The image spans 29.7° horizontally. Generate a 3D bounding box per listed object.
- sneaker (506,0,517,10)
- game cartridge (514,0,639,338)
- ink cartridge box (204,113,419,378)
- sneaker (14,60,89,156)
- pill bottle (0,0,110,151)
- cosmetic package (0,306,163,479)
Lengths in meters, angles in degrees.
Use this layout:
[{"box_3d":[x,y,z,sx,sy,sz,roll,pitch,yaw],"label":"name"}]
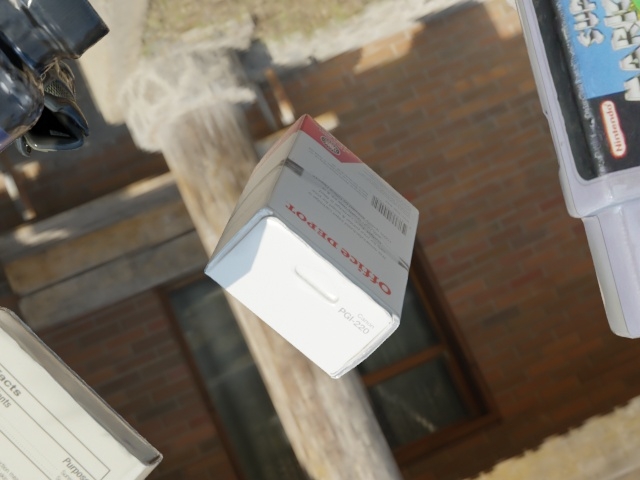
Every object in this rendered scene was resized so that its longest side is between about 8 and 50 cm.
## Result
[{"box_3d":[0.202,-0.273,0.723,0.108,0.302,0.121,16,-170,-16],"label":"sneaker"},{"box_3d":[0.193,-0.152,0.542,0.230,0.355,0.068,-13,175,-12],"label":"game cartridge"},{"box_3d":[0.000,0.000,1.111,0.092,0.158,0.218,-45,-167,25],"label":"ink cartridge box"},{"box_3d":[-0.307,-0.144,1.333,0.087,0.130,0.227,-18,175,-8],"label":"sneaker"},{"box_3d":[-0.223,-0.078,0.620,0.219,0.123,0.123,-38,170,-2],"label":"pill bottle"},{"box_3d":[-0.267,0.204,0.782,0.309,0.160,0.113,-46,175,-7],"label":"cosmetic package"}]
